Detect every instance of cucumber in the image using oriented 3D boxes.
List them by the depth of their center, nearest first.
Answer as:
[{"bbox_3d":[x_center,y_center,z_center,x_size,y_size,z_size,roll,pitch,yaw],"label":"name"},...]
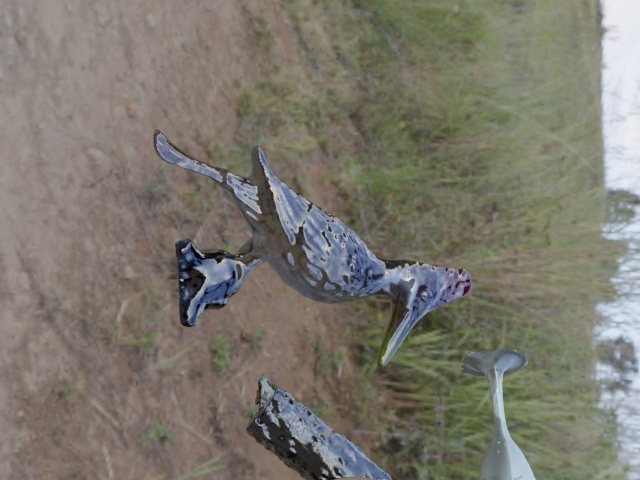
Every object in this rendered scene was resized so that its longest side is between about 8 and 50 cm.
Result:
[{"bbox_3d":[0.010,0.182,0.644,0.053,0.181,0.053,-50,169,-13],"label":"cucumber"}]

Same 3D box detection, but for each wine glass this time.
[{"bbox_3d":[0.156,0.193,0.667,0.066,0.066,0.198,92,-1,-58],"label":"wine glass"}]

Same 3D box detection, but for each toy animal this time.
[{"bbox_3d":[-0.008,0.008,0.461,0.070,0.202,0.105,-122,-133,-82],"label":"toy animal"}]

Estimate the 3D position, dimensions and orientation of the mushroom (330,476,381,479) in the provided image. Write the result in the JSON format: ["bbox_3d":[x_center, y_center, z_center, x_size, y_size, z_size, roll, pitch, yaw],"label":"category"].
[{"bbox_3d":[-0.017,0.289,0.519,0.154,0.137,0.407,-65,180,-51],"label":"mushroom"}]
